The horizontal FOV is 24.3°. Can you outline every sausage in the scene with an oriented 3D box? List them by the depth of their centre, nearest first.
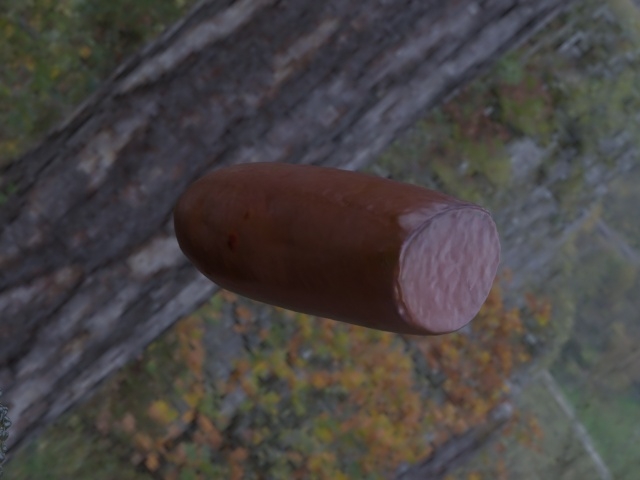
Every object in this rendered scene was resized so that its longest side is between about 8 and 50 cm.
[{"bbox_3d":[0.000,0.000,1.045,0.259,0.113,0.113,11,-11,46],"label":"sausage"}]

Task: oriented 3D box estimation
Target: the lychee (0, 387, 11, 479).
[{"bbox_3d":[-0.393,0.192,1.264,0.255,0.274,0.255,19,46,-22],"label":"lychee"}]
